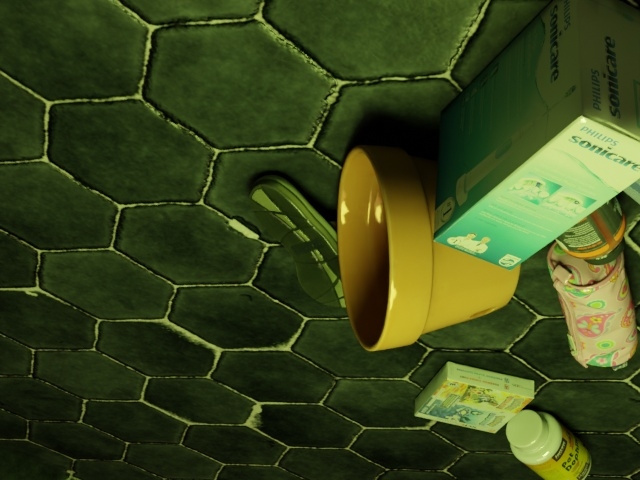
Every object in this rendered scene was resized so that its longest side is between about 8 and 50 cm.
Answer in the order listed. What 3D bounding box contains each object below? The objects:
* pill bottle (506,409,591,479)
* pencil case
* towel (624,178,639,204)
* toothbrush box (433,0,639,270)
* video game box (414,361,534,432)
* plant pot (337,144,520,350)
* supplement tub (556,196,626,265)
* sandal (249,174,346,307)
[{"bbox_3d":[0.483,0.440,2.116,0.117,0.117,0.215,-17,139,34],"label":"pill bottle"},{"bbox_3d":[0.444,0.102,1.610,0.124,0.124,0.284,-5,144,19],"label":"pencil case"},{"bbox_3d":[0.529,-0.055,1.298,0.285,0.034,0.209,41,153,17],"label":"towel"},{"bbox_3d":[0.269,-0.132,1.209,0.126,0.216,0.295,20,144,-18],"label":"toothbrush box"},{"bbox_3d":[0.314,0.327,2.049,0.187,0.048,0.205,11,147,-9],"label":"video game box"},{"bbox_3d":[0.154,0.005,1.411,0.204,0.290,0.290,-4,148,-11],"label":"plant pot"},{"bbox_3d":[0.372,-0.042,1.422,0.106,0.106,0.198,-13,140,29],"label":"supplement tub"},{"bbox_3d":[0.001,-0.001,1.596,0.120,0.086,0.302,-9,129,34],"label":"sandal"}]
